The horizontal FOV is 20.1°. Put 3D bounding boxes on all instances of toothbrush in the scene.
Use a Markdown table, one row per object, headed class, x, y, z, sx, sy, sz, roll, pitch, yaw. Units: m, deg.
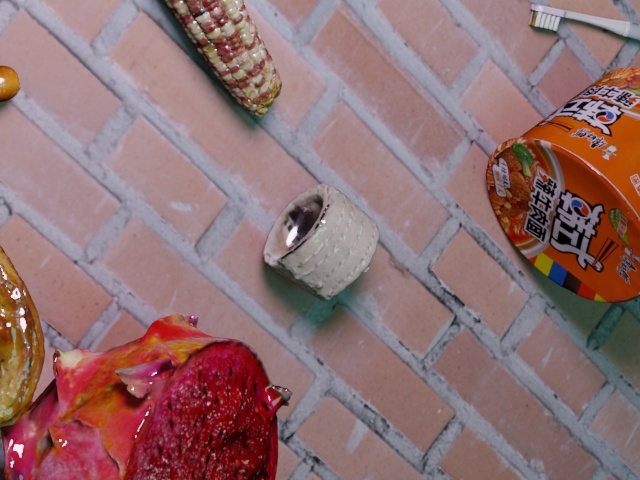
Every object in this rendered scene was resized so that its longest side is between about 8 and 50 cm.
| class | x | y | z | sx | sy | sz | roll | pitch | yaw |
| --- | --- | --- | --- | --- | --- | --- | --- | --- | --- |
| toothbrush | 0.400 | -0.260 | 2.292 | 0.342 | 0.025 | 0.030 | 6 | 104 | -33 |

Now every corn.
| class | x | y | z | sx | sy | sz | roll | pitch | yaw |
| --- | --- | --- | --- | --- | --- | --- | --- | --- | --- |
| corn | -0.109 | -0.238 | 1.952 | 0.079 | 0.079 | 0.237 | -42 | 121 | -16 |

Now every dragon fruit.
| class | x | y | z | sx | sy | sz | roll | pitch | yaw |
| --- | --- | --- | --- | --- | --- | --- | --- | --- | --- |
| dragon fruit | -0.209 | 0.257 | 1.895 | 0.371 | 0.249 | 0.386 | -55 | 146 | -44 |

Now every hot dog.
| class | x | y | z | sx | sy | sz | roll | pitch | yaw |
| --- | --- | --- | --- | --- | --- | --- | --- | --- | --- |
| hot dog | -0.376 | 0.067 | 1.759 | 0.175 | 0.259 | 0.114 | -30 | 162 | -41 |

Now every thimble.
| class | x | y | z | sx | sy | sz | roll | pitch | yaw |
| --- | --- | --- | --- | --- | --- | --- | --- | --- | --- |
| thimble | 0.000 | 0.000 | 2.065 | 0.090 | 0.102 | 0.115 | 38 | 74 | -32 |

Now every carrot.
| class | x | y | z | sx | sy | sz | roll | pitch | yaw |
| --- | --- | --- | --- | --- | --- | --- | --- | --- | --- |
| carrot | -0.394 | -0.140 | 1.828 | 0.190 | 0.037 | 0.037 | -18 | 111 | -23 |

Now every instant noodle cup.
| class | x | y | z | sx | sy | sz | roll | pitch | yaw |
| --- | --- | --- | --- | --- | --- | --- | --- | --- | --- |
| instant noodle cup | 0.353 | -0.077 | 2.197 | 0.192 | 0.250 | 0.250 | -43 | 121 | -27 |
